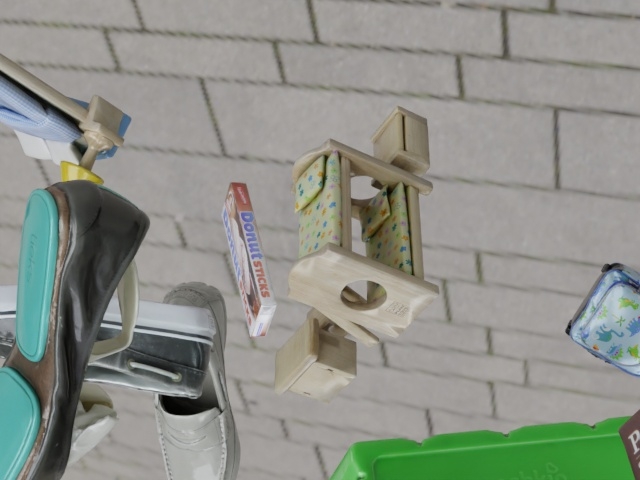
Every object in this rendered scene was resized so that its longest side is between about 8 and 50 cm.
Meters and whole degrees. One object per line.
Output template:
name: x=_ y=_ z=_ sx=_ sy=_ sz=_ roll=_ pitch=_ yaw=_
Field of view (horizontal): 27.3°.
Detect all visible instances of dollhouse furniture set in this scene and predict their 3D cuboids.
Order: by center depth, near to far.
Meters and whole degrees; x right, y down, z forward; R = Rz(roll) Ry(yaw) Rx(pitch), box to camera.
dollhouse furniture set: x=0.000 y=0.000 z=1.001 sx=0.101 sy=0.182 sz=0.161 roll=22 pitch=133 yaw=-21
dollhouse furniture set: x=-0.384 y=-0.113 z=1.217 sx=0.303 sy=0.198 sz=0.286 roll=18 pitch=169 yaw=40

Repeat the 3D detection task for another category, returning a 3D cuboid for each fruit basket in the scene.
fruit basket: x=0.179 y=0.355 z=1.270 sx=0.392 sy=0.283 sz=0.392 roll=-5 pitch=143 yaw=-3

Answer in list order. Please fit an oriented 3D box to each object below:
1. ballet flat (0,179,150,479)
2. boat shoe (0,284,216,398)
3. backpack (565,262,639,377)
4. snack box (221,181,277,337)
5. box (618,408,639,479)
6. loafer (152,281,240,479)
ballet flat: x=-0.183 y=0.093 z=0.938 sx=0.096 sy=0.095 sz=0.280 roll=7 pitch=112 yaw=-36
boat shoe: x=-0.284 y=0.122 z=1.481 sx=0.335 sy=0.119 sz=0.121 roll=4 pitch=163 yaw=-9
backpack: x=0.343 y=0.095 z=1.447 sx=0.114 sy=0.084 sz=0.105 roll=31 pitch=106 yaw=3
snack box: x=-0.083 y=0.020 z=1.511 sx=0.022 sy=0.178 sz=0.064 roll=-3 pitch=143 yaw=-18
box: x=0.355 y=0.238 z=0.880 sx=0.143 sy=0.381 sz=0.191 roll=17 pitch=130 yaw=-23
loafer: x=-0.166 y=0.213 z=1.665 sx=0.112 sy=0.111 sz=0.319 roll=-1 pitch=103 yaw=15
